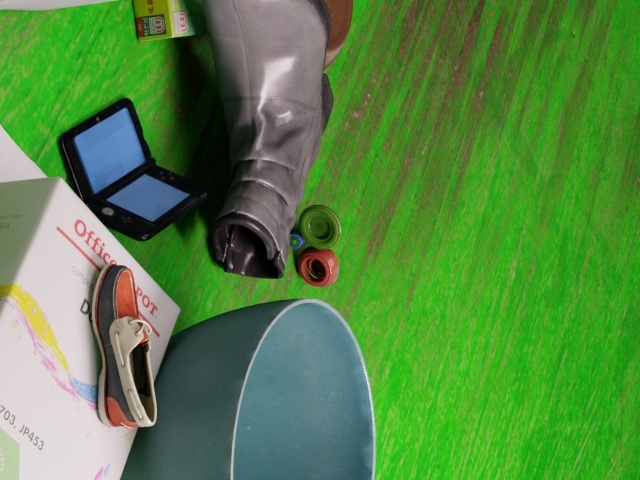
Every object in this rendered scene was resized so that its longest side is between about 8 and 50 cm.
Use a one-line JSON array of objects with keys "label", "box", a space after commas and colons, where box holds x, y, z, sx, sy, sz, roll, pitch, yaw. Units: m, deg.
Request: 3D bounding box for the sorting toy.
[{"label": "sorting toy", "box": [0.000, 0.000, 1.976, 0.042, 0.061, 0.102, -39, 143, -55]}]

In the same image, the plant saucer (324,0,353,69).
[{"label": "plant saucer", "box": [-0.013, -0.279, 2.008, 0.198, 0.036, 0.199, 7, 82, -59]}]

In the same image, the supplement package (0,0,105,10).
[{"label": "supplement package", "box": [-0.223, -0.347, 1.515, 0.175, 0.177, 0.293, -14, 99, -60]}]

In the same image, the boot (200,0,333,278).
[{"label": "boot", "box": [-0.058, -0.107, 1.761, 0.338, 0.118, 0.223, 64, 35, -60]}]

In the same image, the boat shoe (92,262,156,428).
[{"label": "boat shoe", "box": [-0.157, 0.086, 1.479, 0.049, 0.043, 0.137, 3, 85, -58]}]

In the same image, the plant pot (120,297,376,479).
[{"label": "plant pot", "box": [-0.097, 0.197, 1.647, 0.290, 0.195, 0.290, 0, 90, -65]}]

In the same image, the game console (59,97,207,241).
[{"label": "game console", "box": [-0.172, -0.067, 1.683, 0.122, 0.107, 0.071, -40, 149, -53]}]

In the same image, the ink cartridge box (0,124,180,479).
[{"label": "ink cartridge box", "box": [-0.240, 0.090, 1.499, 0.207, 0.119, 0.353, 52, 45, -44]}]

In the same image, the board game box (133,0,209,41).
[{"label": "board game box", "box": [-0.120, -0.253, 1.813, 0.181, 0.043, 0.092, -18, 102, -59]}]
